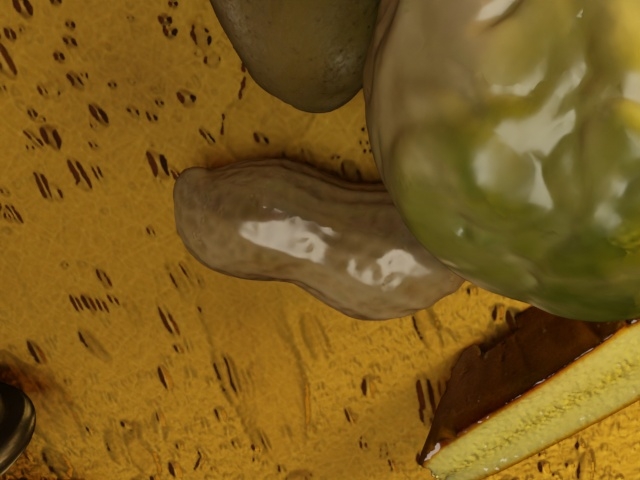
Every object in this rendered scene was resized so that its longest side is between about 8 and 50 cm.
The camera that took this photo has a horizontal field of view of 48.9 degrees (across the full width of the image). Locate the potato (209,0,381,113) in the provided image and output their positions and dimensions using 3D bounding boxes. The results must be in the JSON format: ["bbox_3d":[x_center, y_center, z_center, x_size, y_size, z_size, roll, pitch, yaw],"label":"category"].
[{"bbox_3d":[-0.011,-0.185,0.490,0.157,0.157,0.194,10,131,5],"label":"potato"}]

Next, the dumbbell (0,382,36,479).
[{"bbox_3d":[-0.369,0.267,0.731,0.192,0.192,0.289,-4,113,12],"label":"dumbbell"}]

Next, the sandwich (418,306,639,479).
[{"bbox_3d":[0.193,0.128,0.629,0.244,0.088,0.090,-38,112,19],"label":"sandwich"}]

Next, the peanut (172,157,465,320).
[{"bbox_3d":[0.000,0.000,0.584,0.257,0.123,0.123,10,116,8],"label":"peanut"}]

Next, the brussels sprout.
[{"bbox_3d":[0.161,-0.092,0.420,0.317,0.243,0.273,35,92,-37],"label":"brussels sprout"}]
